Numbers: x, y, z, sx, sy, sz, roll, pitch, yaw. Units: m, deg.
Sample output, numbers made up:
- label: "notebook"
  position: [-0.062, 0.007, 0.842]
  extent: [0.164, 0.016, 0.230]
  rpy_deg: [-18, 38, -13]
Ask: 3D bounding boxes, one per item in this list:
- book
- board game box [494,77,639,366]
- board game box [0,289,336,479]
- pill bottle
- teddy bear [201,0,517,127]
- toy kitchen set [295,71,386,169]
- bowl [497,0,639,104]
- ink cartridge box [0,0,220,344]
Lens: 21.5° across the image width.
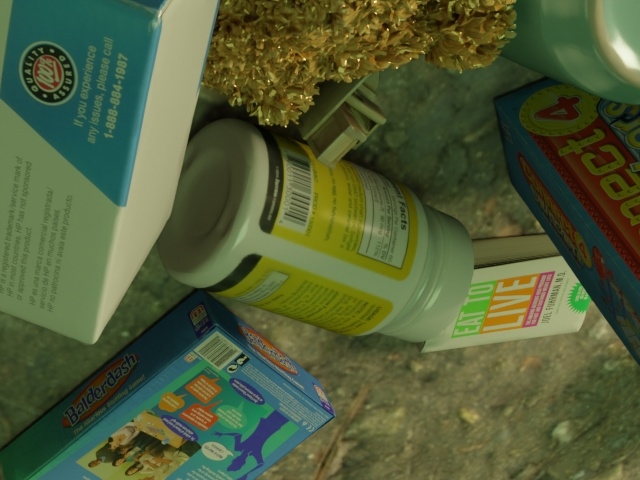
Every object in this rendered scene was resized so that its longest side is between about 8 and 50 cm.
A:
- label: "book"
  position: [0.150, 0.041, 1.346]
  extent: [0.144, 0.035, 0.096]
  rpy_deg: [-7, 133, -20]
- label: "board game box"
  position: [0.320, -0.042, 1.160]
  extent: [0.302, 0.308, 0.086]
  rpy_deg: [-23, 132, -6]
- label: "board game box"
  position: [-0.117, 0.151, 1.306]
  extent: [0.210, 0.047, 0.160]
  rpy_deg: [-39, 132, 10]
- label: "pill bottle"
  position: [0.000, 0.000, 1.185]
  extent: [0.208, 0.119, 0.119]
  rpy_deg: [20, 117, -34]
- label: "teddy bear"
  position: [-0.039, -0.136, 0.997]
  extent: [0.338, 0.113, 0.245]
  rpy_deg: [3, 167, -19]
- label: "toy kitchen set"
  position: [0.030, -0.087, 1.150]
  extent: [0.068, 0.083, 0.075]
  rpy_deg: [-45, 130, 16]
- label: "bowl"
  position: [0.218, -0.211, 1.077]
  extent: [0.311, 0.163, 0.311]
  rpy_deg: [-11, 130, -14]
- label: "ink cartridge box"
  position: [-0.222, -0.109, 0.885]
  extent: [0.307, 0.129, 0.223]
  rpy_deg: [20, 131, 4]
